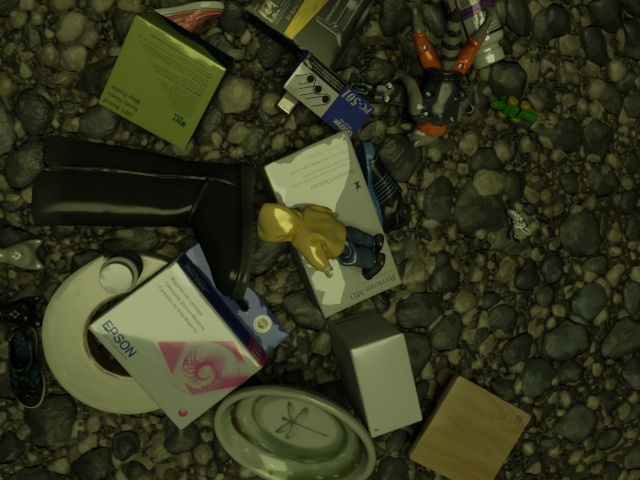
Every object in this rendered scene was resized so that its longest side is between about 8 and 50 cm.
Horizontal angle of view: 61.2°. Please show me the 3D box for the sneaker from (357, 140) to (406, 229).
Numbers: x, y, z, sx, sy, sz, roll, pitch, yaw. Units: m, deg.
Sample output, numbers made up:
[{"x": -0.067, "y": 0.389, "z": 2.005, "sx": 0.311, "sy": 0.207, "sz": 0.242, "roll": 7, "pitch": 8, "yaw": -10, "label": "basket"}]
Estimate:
[{"x": 0.153, "y": -0.139, "z": 1.350, "sx": 0.090, "sy": 0.081, "sz": 0.232, "roll": -15, "pitch": 108, "yaw": -12, "label": "sneaker"}]

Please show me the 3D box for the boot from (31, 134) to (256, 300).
[{"x": -0.368, "y": -0.049, "z": 1.137, "sx": 0.445, "sy": 0.367, "sz": 0.146, "roll": 8, "pitch": 135, "yaw": -16, "label": "boot"}]

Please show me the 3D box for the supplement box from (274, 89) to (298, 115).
[{"x": -0.065, "y": -0.346, "z": 1.280, "sx": 0.036, "sy": 0.062, "sz": 0.098, "roll": 36, "pitch": 90, "yaw": -16, "label": "supplement box"}]

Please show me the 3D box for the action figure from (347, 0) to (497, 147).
[{"x": 0.236, "y": -0.377, "z": 1.268, "sx": 0.341, "sy": 0.178, "sz": 0.330, "roll": 0, "pitch": 117, "yaw": -7, "label": "action figure"}]

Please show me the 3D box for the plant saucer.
[{"x": -0.057, "y": 0.462, "z": 1.321, "sx": 0.400, "sy": 0.100, "sz": 0.400, "roll": 8, "pitch": 128, "yaw": 11, "label": "plant saucer"}]

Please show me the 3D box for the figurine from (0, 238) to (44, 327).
[{"x": -0.724, "y": 0.092, "z": 1.193, "sx": 0.209, "sy": 0.092, "sz": 0.215, "roll": 2, "pitch": 90, "yaw": -18, "label": "figurine"}]

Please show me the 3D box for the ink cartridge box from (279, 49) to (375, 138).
[{"x": 0.018, "y": -0.331, "z": 1.245, "sx": 0.207, "sy": 0.046, "sz": 0.097, "roll": 34, "pitch": 103, "yaw": -27, "label": "ink cartridge box"}]

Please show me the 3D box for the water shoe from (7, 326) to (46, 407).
[{"x": -0.683, "y": 0.297, "z": 1.235, "sx": 0.073, "sy": 0.080, "sz": 0.203, "roll": -6, "pitch": 99, "yaw": -10, "label": "water shoe"}]

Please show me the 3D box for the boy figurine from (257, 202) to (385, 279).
[{"x": 0.000, "y": 0.000, "z": 1.140, "sx": 0.285, "sy": 0.177, "sz": 0.092, "roll": 17, "pitch": 137, "yaw": -20, "label": "boy figurine"}]

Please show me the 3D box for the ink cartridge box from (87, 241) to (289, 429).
[{"x": -0.289, "y": 0.210, "z": 1.240, "sx": 0.330, "sy": 0.071, "sz": 0.324, "roll": -38, "pitch": 103, "yaw": -4, "label": "ink cartridge box"}]

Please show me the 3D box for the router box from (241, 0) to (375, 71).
[{"x": 0.000, "y": -0.582, "z": 1.250, "sx": 0.243, "sy": 0.081, "sz": 0.309, "roll": 32, "pitch": 91, "yaw": -14, "label": "router box"}]

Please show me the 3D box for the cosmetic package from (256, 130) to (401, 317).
[{"x": 0.019, "y": -0.039, "z": 1.293, "sx": 0.217, "sy": 0.156, "sz": 0.385, "roll": -25, "pitch": 101, "yaw": -9, "label": "cosmetic package"}]

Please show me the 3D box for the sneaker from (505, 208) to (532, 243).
[{"x": 0.519, "y": -0.032, "z": 1.457, "sx": 0.069, "sy": 0.038, "sz": 0.098, "roll": -46, "pitch": 103, "yaw": -3, "label": "sneaker"}]

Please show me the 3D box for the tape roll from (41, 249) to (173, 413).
[{"x": -0.442, "y": 0.214, "z": 1.278, "sx": 0.392, "sy": 0.072, "sz": 0.392, "roll": -2, "pitch": 99, "yaw": -11, "label": "tape roll"}]

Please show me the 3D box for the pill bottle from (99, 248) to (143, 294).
[{"x": -0.425, "y": 0.067, "z": 1.153, "sx": 0.078, "sy": 0.137, "sz": 0.078, "roll": -2, "pitch": 100, "yaw": -12, "label": "pill bottle"}]

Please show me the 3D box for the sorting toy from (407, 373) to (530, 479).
[{"x": 0.395, "y": 0.518, "z": 1.484, "sx": 0.257, "sy": 0.089, "sz": 0.255, "roll": 31, "pitch": 91, "yaw": -14, "label": "sorting toy"}]

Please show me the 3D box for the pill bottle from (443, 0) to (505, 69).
[{"x": 0.381, "y": -0.525, "z": 1.323, "sx": 0.108, "sy": 0.108, "sz": 0.193, "roll": -25, "pitch": 103, "yaw": -7, "label": "pill bottle"}]

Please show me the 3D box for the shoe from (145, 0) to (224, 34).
[{"x": -0.298, "y": -0.482, "z": 1.215, "sx": 0.178, "sy": 0.063, "sz": 0.081, "roll": -11, "pitch": 101, "yaw": -4, "label": "shoe"}]

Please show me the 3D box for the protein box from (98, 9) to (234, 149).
[{"x": -0.325, "y": -0.343, "z": 1.158, "sx": 0.200, "sy": 0.136, "sz": 0.201, "roll": 28, "pitch": 113, "yaw": -14, "label": "protein box"}]

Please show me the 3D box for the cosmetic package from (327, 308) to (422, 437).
[{"x": 0.129, "y": 0.315, "z": 1.331, "sx": 0.138, "sy": 0.225, "sz": 0.224, "roll": -15, "pitch": 101, "yaw": -9, "label": "cosmetic package"}]

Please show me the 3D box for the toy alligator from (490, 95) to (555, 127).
[{"x": 0.525, "y": -0.341, "z": 1.411, "sx": 0.190, "sy": 0.056, "sz": 0.051, "roll": 14, "pitch": 54, "yaw": -13, "label": "toy alligator"}]
